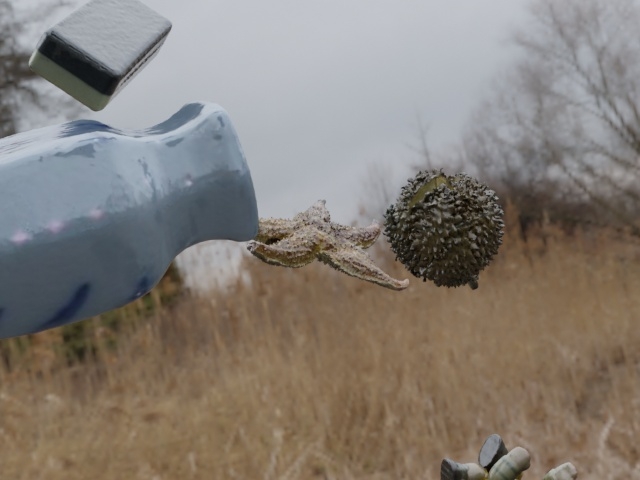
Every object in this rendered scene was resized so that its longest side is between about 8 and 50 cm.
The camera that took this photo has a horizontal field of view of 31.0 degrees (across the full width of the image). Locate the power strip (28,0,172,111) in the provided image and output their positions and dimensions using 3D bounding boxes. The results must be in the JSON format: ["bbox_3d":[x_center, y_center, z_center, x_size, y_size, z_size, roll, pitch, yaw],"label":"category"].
[{"bbox_3d":[-0.272,-0.249,1.469,0.070,0.105,0.256,-52,7,27],"label":"power strip"}]

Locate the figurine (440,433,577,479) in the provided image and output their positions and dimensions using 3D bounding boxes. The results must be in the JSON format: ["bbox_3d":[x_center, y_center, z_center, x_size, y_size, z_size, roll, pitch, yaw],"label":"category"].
[{"bbox_3d":[0.267,0.344,1.376,0.192,0.167,0.257,5,10,-33],"label":"figurine"}]

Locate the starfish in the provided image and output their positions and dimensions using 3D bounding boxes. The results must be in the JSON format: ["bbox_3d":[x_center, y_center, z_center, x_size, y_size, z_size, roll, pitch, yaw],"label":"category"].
[{"bbox_3d":[0.001,-0.001,1.385,0.241,0.043,0.227,28,30,14],"label":"starfish"}]

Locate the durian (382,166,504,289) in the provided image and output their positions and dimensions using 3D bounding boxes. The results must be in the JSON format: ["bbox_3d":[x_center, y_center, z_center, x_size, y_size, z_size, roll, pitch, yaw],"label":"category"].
[{"bbox_3d":[0.083,-0.004,0.740,0.080,0.091,0.080,-28,20,11],"label":"durian"}]

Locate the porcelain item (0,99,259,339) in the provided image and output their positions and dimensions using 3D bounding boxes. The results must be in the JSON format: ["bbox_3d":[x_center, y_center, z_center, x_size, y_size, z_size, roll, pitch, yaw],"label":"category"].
[{"bbox_3d":[-0.277,-0.014,1.160,0.405,0.178,0.242,-20,16,-15],"label":"porcelain item"}]
